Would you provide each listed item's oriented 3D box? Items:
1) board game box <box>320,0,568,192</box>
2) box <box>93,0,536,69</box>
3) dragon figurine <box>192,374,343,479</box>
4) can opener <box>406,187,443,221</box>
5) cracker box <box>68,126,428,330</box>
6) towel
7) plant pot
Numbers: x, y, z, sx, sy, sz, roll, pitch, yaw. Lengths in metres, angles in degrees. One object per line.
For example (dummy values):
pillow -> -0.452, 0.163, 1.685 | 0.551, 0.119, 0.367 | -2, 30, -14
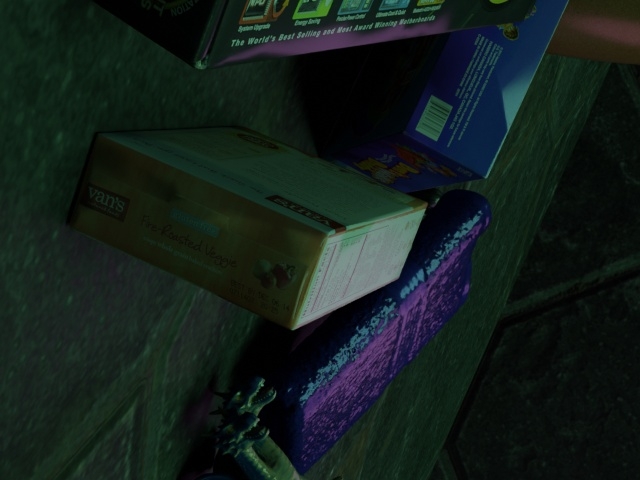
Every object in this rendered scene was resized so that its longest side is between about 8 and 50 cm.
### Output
board game box -> 0.135, -0.214, 1.120 | 0.347, 0.078, 0.233 | -64, -166, -8
box -> 0.070, -0.272, 0.762 | 0.395, 0.097, 0.318 | -18, 137, -54
dragon figurine -> -0.079, 0.236, 1.222 | 0.085, 0.144, 0.289 | -54, 180, -44
can opener -> 0.134, -0.043, 1.597 | 0.073, 0.059, 0.186 | -65, 165, -8
cracker box -> -0.037, -0.017, 0.859 | 0.067, 0.156, 0.232 | -69, 164, 12
towel -> 0.046, 0.093, 1.341 | 0.308, 0.076, 0.227 | -44, 160, -25
plant pot -> 0.402, -0.330, 1.723 | 0.237, 0.254, 0.237 | -59, 163, -31
